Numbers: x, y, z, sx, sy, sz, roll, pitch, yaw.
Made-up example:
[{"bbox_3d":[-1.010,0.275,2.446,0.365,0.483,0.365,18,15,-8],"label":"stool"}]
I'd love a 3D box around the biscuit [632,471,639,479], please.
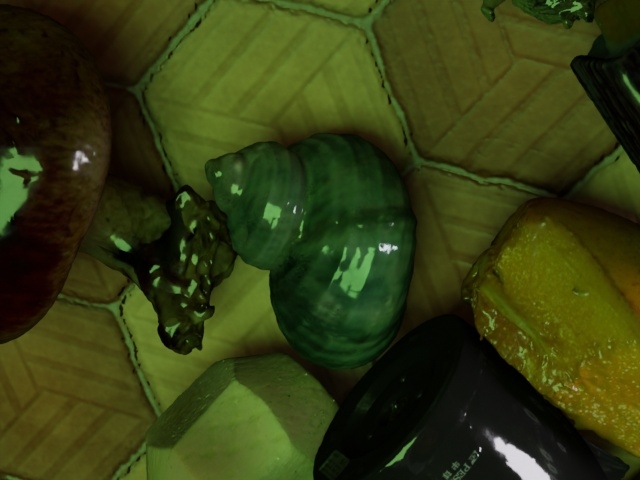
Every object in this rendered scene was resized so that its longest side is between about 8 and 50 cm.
[{"bbox_3d":[0.414,0.285,1.763,0.287,0.057,0.344,-5,110,20],"label":"biscuit"}]

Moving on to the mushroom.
[{"bbox_3d":[-0.284,-0.069,1.761,0.334,0.356,0.331,48,142,42],"label":"mushroom"}]

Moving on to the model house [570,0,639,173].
[{"bbox_3d":[0.353,-0.107,1.507,0.230,0.249,0.280,-33,99,26],"label":"model house"}]

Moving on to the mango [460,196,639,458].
[{"bbox_3d":[0.294,0.093,1.627,0.350,0.199,0.201,32,161,10],"label":"mango"}]

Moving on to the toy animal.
[{"bbox_3d":[0.149,-0.254,1.616,0.219,0.069,0.086,35,100,-3],"label":"toy animal"}]

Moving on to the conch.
[{"bbox_3d":[0.000,0.000,1.722,0.277,0.195,0.220,37,152,-28],"label":"conch"}]

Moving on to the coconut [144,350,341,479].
[{"bbox_3d":[-0.069,0.240,1.816,0.197,0.237,0.237,41,124,34],"label":"coconut"}]

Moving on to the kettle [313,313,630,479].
[{"bbox_3d":[0.145,0.260,1.700,0.290,0.207,0.268,41,89,-16],"label":"kettle"}]
